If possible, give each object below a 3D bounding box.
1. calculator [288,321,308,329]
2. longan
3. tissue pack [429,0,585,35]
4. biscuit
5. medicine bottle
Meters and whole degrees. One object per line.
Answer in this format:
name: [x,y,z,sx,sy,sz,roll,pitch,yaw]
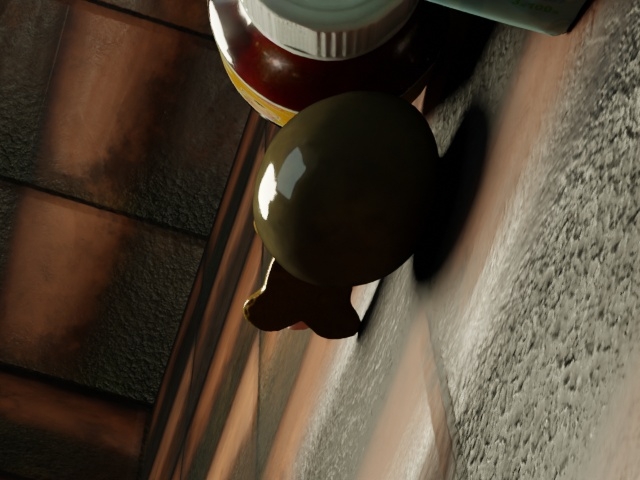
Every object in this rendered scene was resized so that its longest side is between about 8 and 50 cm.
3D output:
calculator: [0.035,-0.065,1.833,0.220,0.048,0.330,115,171,-53]
longan: [0.032,-0.046,1.442,0.185,0.159,0.204,-57,-25,15]
tissue pack: [0.078,-0.240,1.103,0.177,0.263,0.089,119,163,-59]
biscuit: [0.000,0.000,1.594,0.031,0.138,0.205,-98,16,-66]
medicine bottle: [0.009,-0.241,1.488,0.395,0.242,0.242,87,-162,-80]
